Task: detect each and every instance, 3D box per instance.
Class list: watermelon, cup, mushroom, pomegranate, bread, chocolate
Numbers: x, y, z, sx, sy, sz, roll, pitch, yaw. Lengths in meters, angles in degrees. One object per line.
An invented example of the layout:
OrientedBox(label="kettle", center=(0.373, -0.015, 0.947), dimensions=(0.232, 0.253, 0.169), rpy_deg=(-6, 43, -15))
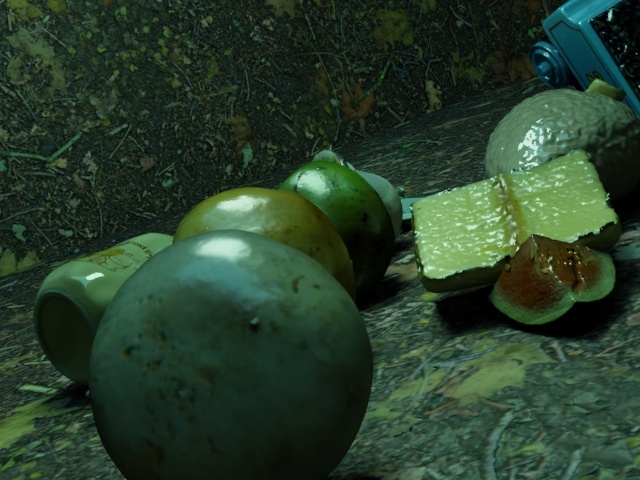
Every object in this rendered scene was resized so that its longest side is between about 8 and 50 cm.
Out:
OrientedBox(label="watermelon", center=(0.226, 0.039, 0.942), dimensions=(0.135, 0.094, 0.125), rpy_deg=(-16, 18, 37))
OrientedBox(label="cup", center=(-0.244, 0.119, 1.253), dimensions=(0.202, 0.255, 0.173), rpy_deg=(-28, -28, -49))
OrientedBox(label="mushroom", center=(-0.066, 0.121, 0.785), dimensions=(0.243, 0.244, 0.243), rpy_deg=(-17, 10, 3))
OrientedBox(label="pomegranate", center=(-0.066, 0.046, 1.038), dimensions=(0.233, 0.233, 0.233), rpy_deg=(-17, 10, 3))
OrientedBox(label="bread", center=(0.221, -0.026, 1.055), dimensions=(0.240, 0.135, 0.178), rpy_deg=(-16, -7, 8))
OrientedBox(label="chocolate", center=(0.060, -0.038, 1.476), dimensions=(0.147, 0.221, 0.221), rpy_deg=(5, 3, -19))
OrientedBox(label="pomegranate", center=(0.010, -0.009, 1.242), dimensions=(0.159, 0.241, 0.190), rpy_deg=(36, 81, 33))

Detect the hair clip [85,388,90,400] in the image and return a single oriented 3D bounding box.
OrientedBox(label="hair clip", center=(-0.180, 0.174, 1.080), dimensions=(0.195, 0.052, 0.124), rpy_deg=(-9, 19, 6))

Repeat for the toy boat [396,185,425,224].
OrientedBox(label="toy boat", center=(0.174, -0.062, 1.646), dimensions=(0.291, 0.067, 0.220), rpy_deg=(-9, 13, 28))

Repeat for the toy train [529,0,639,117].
OrientedBox(label="toy train", center=(0.552, -0.320, 1.712), dimensions=(0.188, 0.300, 0.265), rpy_deg=(-34, 0, -10))

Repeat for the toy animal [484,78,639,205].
OrientedBox(label="toy animal", center=(0.351, -0.122, 1.305), dimensions=(0.226, 0.188, 0.358), rpy_deg=(-20, 9, 23))
